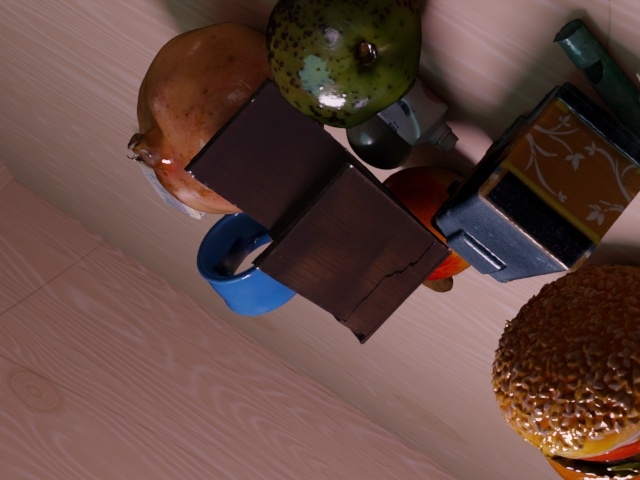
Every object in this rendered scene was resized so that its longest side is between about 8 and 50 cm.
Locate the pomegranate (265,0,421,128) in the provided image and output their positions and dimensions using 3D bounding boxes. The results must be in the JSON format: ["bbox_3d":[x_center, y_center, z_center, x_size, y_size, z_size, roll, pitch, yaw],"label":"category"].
[{"bbox_3d":[0.023,-0.269,1.118,0.214,0.214,0.248,51,-177,-34],"label":"pomegranate"}]

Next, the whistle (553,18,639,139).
[{"bbox_3d":[0.341,-0.176,0.992,0.186,0.039,0.039,44,160,-20],"label":"whistle"}]

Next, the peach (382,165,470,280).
[{"bbox_3d":[0.173,-0.027,1.401,0.192,0.190,0.190,-8,134,42],"label":"peach"}]

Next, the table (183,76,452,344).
[{"bbox_3d":[-0.006,-0.038,1.224,0.282,0.196,0.250,36,-169,-48],"label":"table"}]

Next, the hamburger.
[{"bbox_3d":[0.431,0.204,1.284,0.330,0.330,0.250,9,144,54],"label":"hamburger"}]

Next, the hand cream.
[{"bbox_3d":[0.073,-0.254,1.260,0.341,0.078,0.124,45,161,2],"label":"hand cream"}]

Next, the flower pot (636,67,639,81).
[{"bbox_3d":[0.405,-0.183,0.682,0.254,0.164,0.367,33,162,28],"label":"flower pot"}]

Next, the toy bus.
[{"bbox_3d":[0.272,-0.057,1.100,0.162,0.194,0.323,40,173,1],"label":"toy bus"}]

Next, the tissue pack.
[{"bbox_3d":[-0.370,-0.156,2.181,0.148,0.092,0.196,24,156,31],"label":"tissue pack"}]

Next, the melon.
[{"bbox_3d":[0.093,-0.166,1.350,0.098,0.098,0.130,18,155,44],"label":"melon"}]

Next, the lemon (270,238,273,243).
[{"bbox_3d":[0.000,0.000,1.757,0.257,0.188,0.188,40,161,-20],"label":"lemon"}]

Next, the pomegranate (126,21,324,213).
[{"bbox_3d":[-0.165,-0.187,1.409,0.338,0.338,0.338,32,160,13],"label":"pomegranate"}]

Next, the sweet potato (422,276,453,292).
[{"bbox_3d":[0.188,0.012,1.617,0.097,0.097,0.292,23,163,34],"label":"sweet potato"}]

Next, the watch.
[{"bbox_3d":[-0.166,0.015,1.946,0.305,0.274,0.241,10,148,43],"label":"watch"}]
